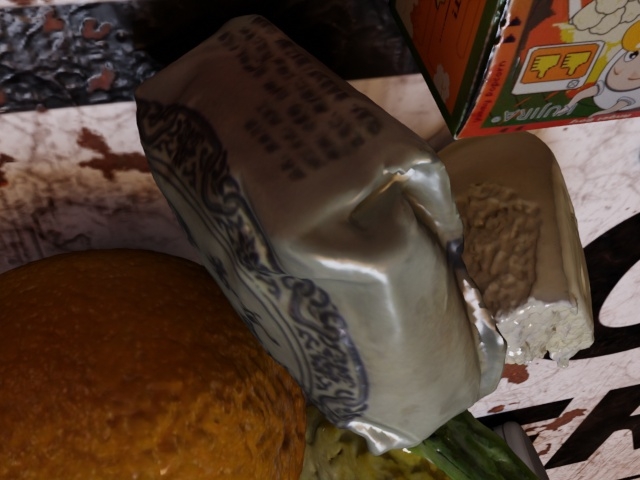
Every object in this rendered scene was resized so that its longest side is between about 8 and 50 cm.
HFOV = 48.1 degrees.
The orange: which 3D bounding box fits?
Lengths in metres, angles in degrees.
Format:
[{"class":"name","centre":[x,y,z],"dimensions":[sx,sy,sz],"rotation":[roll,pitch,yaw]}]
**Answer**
[{"class":"orange","centre":[-0.193,0.167,0.589],"dimensions":[0.356,0.322,0.322],"rotation":[-14,145,14]}]

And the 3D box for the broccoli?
[{"class":"broccoli","centre":[0.117,0.173,0.731],"dimensions":[0.165,0.304,0.145],"rotation":[-48,157,12]}]

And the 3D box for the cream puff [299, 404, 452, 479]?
[{"class":"cream puff","centre":[0.100,0.341,0.971],"dimensions":[0.257,0.291,0.325],"rotation":[-12,122,-41]}]

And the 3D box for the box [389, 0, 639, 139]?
[{"class":"box","centre":[0.163,-0.173,0.415],"dimensions":[0.194,0.148,0.178],"rotation":[-7,144,-12]}]

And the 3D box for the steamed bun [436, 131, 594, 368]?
[{"class":"steamed bun","centre":[0.152,0.032,0.644],"dimensions":[0.170,0.200,0.225],"rotation":[-16,146,21]}]

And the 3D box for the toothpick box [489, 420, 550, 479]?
[{"class":"toothpick box","centre":[0.241,0.470,1.235],"dimensions":[0.316,0.229,0.229],"rotation":[-27,143,15]}]

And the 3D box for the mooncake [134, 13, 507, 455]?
[{"class":"mooncake","centre":[-0.005,0.002,0.476],"dimensions":[0.136,0.254,0.250],"rotation":[-33,135,-8]}]
